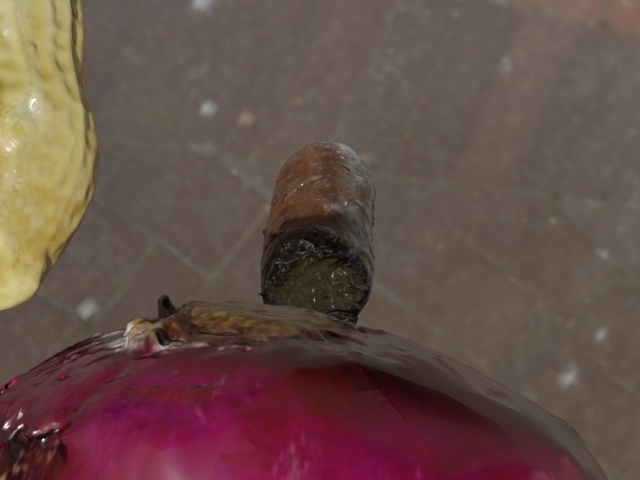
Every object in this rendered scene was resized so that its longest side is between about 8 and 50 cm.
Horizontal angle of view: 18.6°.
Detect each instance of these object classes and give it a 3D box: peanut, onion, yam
[{"bbox_3d":[-0.244,-0.095,1.495,0.147,0.306,0.147,-8,161,-3],"label":"peanut"},{"bbox_3d":[-0.023,0.221,0.944,0.347,0.347,0.385,-3,95,-44],"label":"onion"},{"bbox_3d":[0.001,-0.001,1.307,0.079,0.141,0.079,1,121,2],"label":"yam"}]

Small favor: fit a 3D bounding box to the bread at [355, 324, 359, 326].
[{"bbox_3d":[0.001,0.154,1.363,0.197,0.170,0.197,-30,143,-25],"label":"bread"}]
